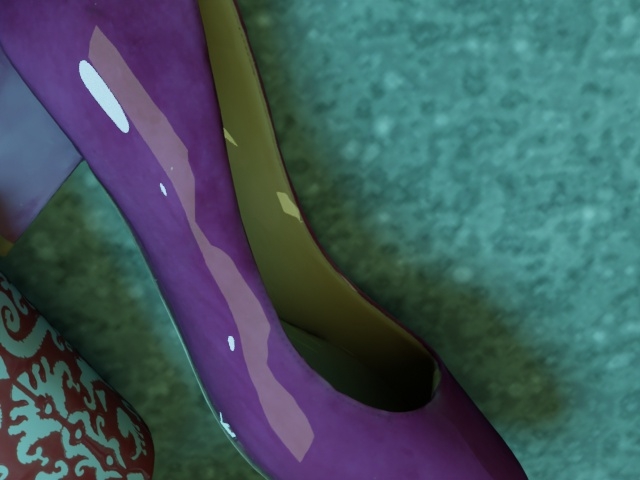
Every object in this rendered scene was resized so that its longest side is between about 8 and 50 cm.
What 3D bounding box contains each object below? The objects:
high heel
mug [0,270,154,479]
[{"bbox_3d":[0.000,0.000,0.831,0.377,0.127,0.181,36,113,-22],"label":"high heel"},{"bbox_3d":[-0.168,0.067,0.843,0.113,0.150,0.169,-49,135,-8],"label":"mug"}]
